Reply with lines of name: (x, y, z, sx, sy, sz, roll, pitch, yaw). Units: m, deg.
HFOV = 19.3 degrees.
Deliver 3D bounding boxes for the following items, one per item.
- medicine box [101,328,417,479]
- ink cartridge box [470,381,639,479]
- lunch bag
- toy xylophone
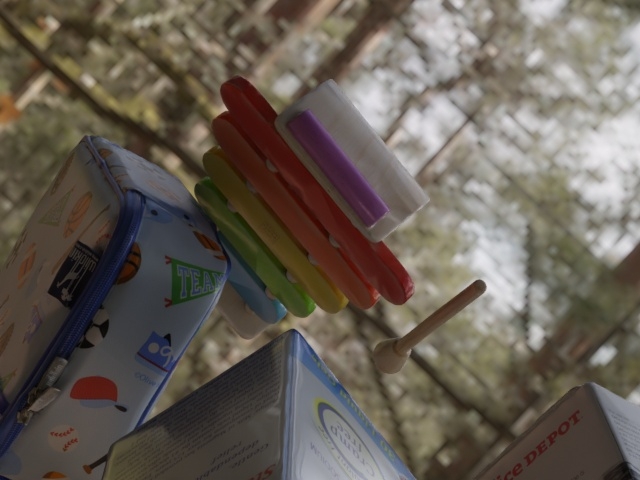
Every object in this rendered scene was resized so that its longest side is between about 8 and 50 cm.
medicine box: (0.001, 0.235, 1.062, 0.263, 0.149, 0.289, 52, 12, -16)
ink cartridge box: (0.282, 0.335, 1.917, 0.129, 0.223, 0.307, 27, 30, -33)
lunch bag: (-0.183, 0.060, 1.425, 0.115, 0.243, 0.303, 31, 8, -18)
toy xylophone: (0.000, 0.000, 1.453, 0.236, 0.081, 0.323, 47, -26, 8)
